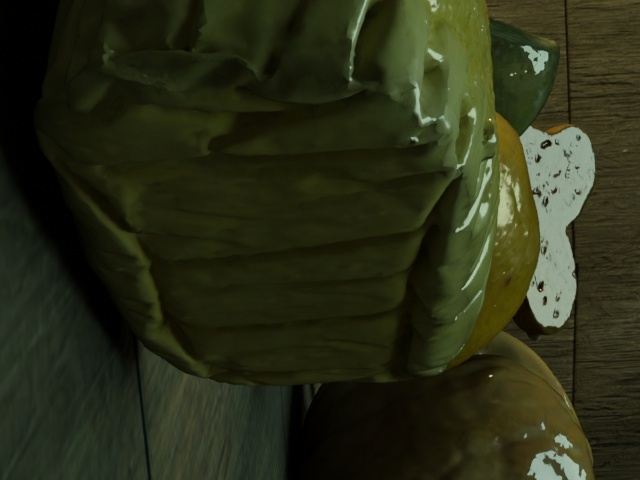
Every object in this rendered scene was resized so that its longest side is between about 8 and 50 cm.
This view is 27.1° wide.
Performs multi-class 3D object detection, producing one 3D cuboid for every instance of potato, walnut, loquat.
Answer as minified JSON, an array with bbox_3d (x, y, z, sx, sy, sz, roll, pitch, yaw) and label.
[{"bbox_3d":[0.090,-0.148,1.181,0.112,0.255,0.270,-88,174,-63],"label":"potato"},{"bbox_3d":[0.110,0.213,1.188,0.296,0.285,0.285,103,-15,-81],"label":"walnut"},{"bbox_3d":[0.050,-0.011,0.911,0.208,0.208,0.208,-3,90,-86],"label":"loquat"}]

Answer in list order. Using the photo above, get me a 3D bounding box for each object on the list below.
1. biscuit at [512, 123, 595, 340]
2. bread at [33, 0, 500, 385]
[{"bbox_3d":[0.129,-0.084,1.407,0.064,0.432,0.283,-6,-115,51],"label":"biscuit"},{"bbox_3d":[-0.011,-0.031,0.440,0.236,0.139,0.106,80,11,-65],"label":"bread"}]
